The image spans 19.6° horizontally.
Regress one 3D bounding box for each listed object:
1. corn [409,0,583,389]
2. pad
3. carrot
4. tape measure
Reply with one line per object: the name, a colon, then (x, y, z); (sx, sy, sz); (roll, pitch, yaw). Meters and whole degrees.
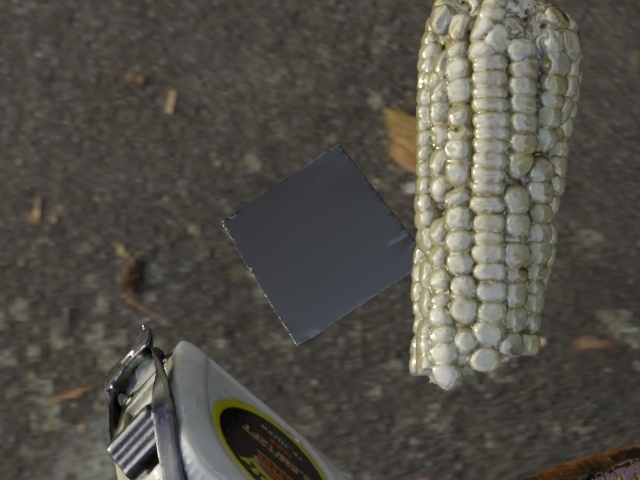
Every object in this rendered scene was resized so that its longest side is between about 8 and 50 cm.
corn: (0.091, -0.027, 0.963); (0.087, 0.087, 0.211); (2, 86, 25)
pad: (0.000, 0.000, 1.977); (0.164, 0.004, 0.243); (-33, 40, -1)
carrot: (0.257, 0.234, 1.763); (0.314, 0.066, 0.066); (-18, 77, -19)
tape measure: (-0.105, 0.223, 1.701); (0.271, 0.231, 0.133); (43, 106, -7)
